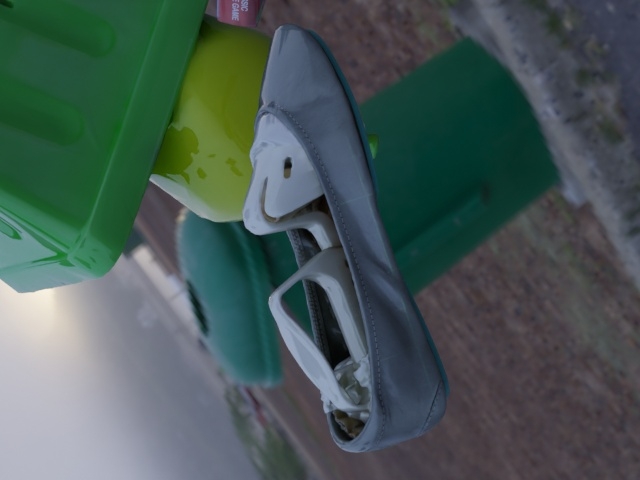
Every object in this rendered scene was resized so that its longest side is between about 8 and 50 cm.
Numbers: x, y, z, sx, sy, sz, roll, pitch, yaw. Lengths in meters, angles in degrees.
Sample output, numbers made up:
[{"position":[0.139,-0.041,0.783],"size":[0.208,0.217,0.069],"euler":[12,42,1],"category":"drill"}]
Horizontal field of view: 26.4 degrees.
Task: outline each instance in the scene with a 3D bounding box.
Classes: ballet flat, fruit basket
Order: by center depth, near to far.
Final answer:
[{"position":[0.000,0.000,0.658],"size":[0.072,0.068,0.213],"euler":[-20,89,64],"category":"ballet flat"},{"position":[-0.151,-0.122,1.211],"size":[0.392,0.392,0.283],"euler":[55,151,-15],"category":"fruit basket"}]

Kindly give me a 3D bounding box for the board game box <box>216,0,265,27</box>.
[{"position":[-0.016,-0.272,0.795],"size":[0.027,0.281,0.145],"euler":[10,143,5],"category":"board game box"}]
